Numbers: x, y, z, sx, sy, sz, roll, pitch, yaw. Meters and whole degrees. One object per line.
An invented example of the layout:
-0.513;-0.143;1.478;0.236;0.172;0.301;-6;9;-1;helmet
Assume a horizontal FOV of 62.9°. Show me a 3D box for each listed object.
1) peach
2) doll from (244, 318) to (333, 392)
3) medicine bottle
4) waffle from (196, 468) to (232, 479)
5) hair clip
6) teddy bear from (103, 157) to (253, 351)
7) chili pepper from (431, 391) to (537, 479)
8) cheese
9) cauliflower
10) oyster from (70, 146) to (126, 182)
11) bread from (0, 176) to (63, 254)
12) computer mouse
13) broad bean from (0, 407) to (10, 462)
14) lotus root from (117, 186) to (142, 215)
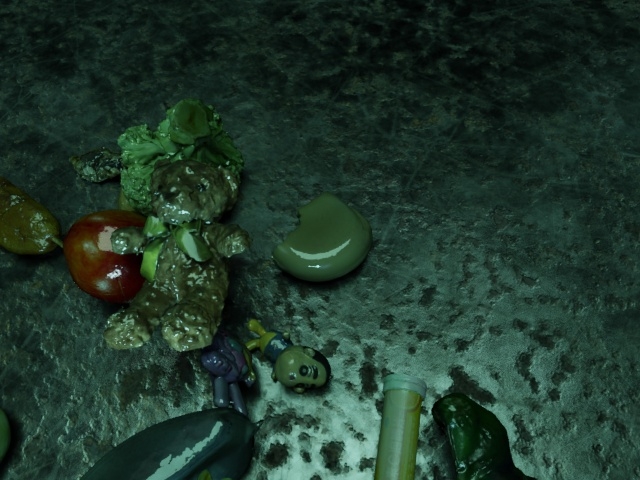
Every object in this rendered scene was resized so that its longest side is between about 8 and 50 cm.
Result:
-0.370;0.031;0.991;0.197;0.197;0.197;-2;58;3;peach
-0.059;0.206;0.916;0.179;0.102;0.089;20;22;17;doll
0.122;0.327;0.825;0.074;0.074;0.218;8;56;9;medicine bottle
-0.141;0.406;0.636;0.214;0.054;0.208;13;49;38;waffle
-0.184;0.172;0.897;0.090;0.137;0.278;-42;44;-4;hair clip
-0.232;0.011;0.851;0.246;0.223;0.296;-2;30;15;teddy bear
0.254;0.350;0.772;0.116;0.148;0.265;-22;64;14;chili pepper
0.000;0.000;1.037;0.202;0.091;0.175;-34;60;-17;cheese
-0.271;-0.179;1.067;0.272;0.250;0.275;-9;61;-30;cauliflower
-0.517;-0.183;1.213;0.148;0.051;0.103;-7;50;12;oyster
-0.654;-0.049;1.119;0.344;0.084;0.124;26;85;19;bread
-0.252;0.361;0.773;0.371;0.188;0.122;-33;54;-16;computer mouse
-0.633;0.352;0.860;0.228;0.100;0.169;-7;65;-15;broad bean
-0.402;-0.096;1.141;0.073;0.062;0.150;-6;57;9;lotus root
